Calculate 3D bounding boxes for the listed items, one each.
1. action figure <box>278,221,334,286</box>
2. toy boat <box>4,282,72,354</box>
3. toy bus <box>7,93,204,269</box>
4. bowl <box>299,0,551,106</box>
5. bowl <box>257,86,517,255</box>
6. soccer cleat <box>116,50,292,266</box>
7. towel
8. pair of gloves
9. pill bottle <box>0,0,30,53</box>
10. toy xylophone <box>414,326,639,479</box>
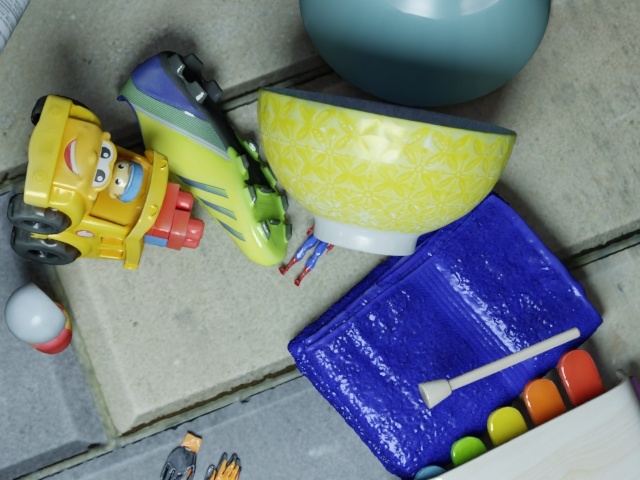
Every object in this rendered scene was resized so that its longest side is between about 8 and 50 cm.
[{"bbox_3d":[0.000,0.000,1.696,0.038,0.030,0.115,36,75,14],"label":"action figure"},{"bbox_3d":[-0.432,0.082,1.604,0.318,0.148,0.267,2,75,0],"label":"toy boat"},{"bbox_3d":[-0.230,-0.050,1.613,0.212,0.220,0.149,13,70,-4],"label":"toy bus"},{"bbox_3d":[0.130,-0.329,1.708,0.312,0.163,0.311,1,71,-2],"label":"bowl"},{"bbox_3d":[0.061,-0.071,1.610,0.290,0.289,0.156,11,98,2],"label":"bowl"},{"bbox_3d":[-0.136,-0.085,1.700,0.121,0.093,0.289,-34,81,22],"label":"soccer cleat"},{"bbox_3d":[0.142,0.102,1.645,0.308,0.076,0.227,-41,78,-11],"label":"towel"},{"bbox_3d":[-0.134,0.262,1.631,0.083,0.010,0.074,25,76,7],"label":"pair of gloves"},{"bbox_3d":[-0.420,-0.306,1.704,0.160,0.160,0.283,24,75,5],"label":"pill bottle"},{"bbox_3d":[0.227,0.227,1.576,0.323,0.081,0.236,-16,93,-12],"label":"toy xylophone"}]
